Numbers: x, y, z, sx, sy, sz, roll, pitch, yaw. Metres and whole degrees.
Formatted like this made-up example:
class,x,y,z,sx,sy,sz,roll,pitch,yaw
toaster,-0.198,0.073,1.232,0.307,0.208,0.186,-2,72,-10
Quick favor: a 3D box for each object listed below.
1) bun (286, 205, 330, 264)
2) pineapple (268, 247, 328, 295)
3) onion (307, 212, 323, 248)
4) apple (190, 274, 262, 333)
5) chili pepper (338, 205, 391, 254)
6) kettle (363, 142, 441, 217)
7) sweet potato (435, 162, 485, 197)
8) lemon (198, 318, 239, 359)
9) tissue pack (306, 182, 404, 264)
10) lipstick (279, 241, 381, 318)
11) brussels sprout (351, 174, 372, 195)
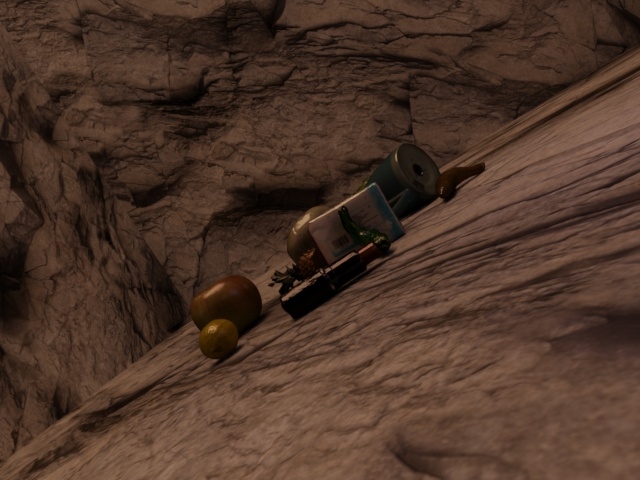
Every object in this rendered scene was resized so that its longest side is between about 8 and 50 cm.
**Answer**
class,x,y,z,sx,sy,sz,roll,pitch,yaw
bun,0.000,0.000,1.901,0.287,0.146,0.287,-35,-39,-35
pineapple,-0.077,0.123,1.727,0.277,0.119,0.130,-31,47,46
onion,0.043,-0.009,1.725,0.159,0.195,0.159,-26,8,4
apple,-0.320,0.231,1.620,0.261,0.194,0.261,-30,2,1
chili pepper,0.146,-0.013,1.377,0.065,0.122,0.279,-47,36,-4
kettle,0.295,-0.184,1.960,0.342,0.247,0.319,-40,23,44
sweet potato,0.489,-0.216,1.724,0.108,0.079,0.346,11,33,42
lemon,-0.287,0.279,1.336,0.109,0.109,0.133,-31,12,19
tissue pack,0.115,-0.042,1.537,0.271,0.201,0.124,-31,-1,9
lipstick,0.029,0.100,1.245,0.300,0.081,0.081,-34,3,-1
brussels sprout,0.308,-0.224,2.281,0.259,0.227,0.294,-8,12,45
